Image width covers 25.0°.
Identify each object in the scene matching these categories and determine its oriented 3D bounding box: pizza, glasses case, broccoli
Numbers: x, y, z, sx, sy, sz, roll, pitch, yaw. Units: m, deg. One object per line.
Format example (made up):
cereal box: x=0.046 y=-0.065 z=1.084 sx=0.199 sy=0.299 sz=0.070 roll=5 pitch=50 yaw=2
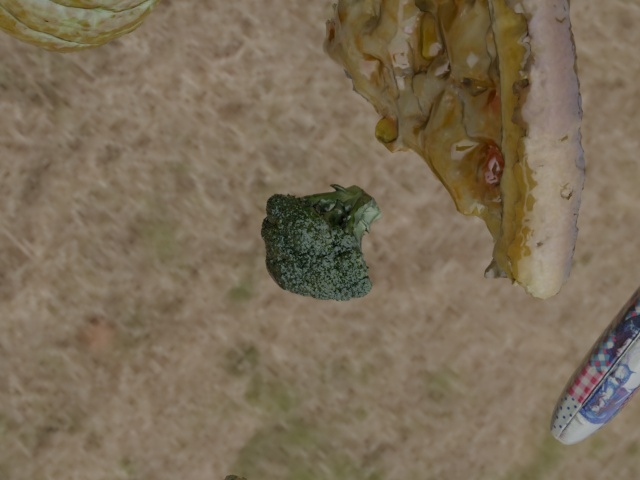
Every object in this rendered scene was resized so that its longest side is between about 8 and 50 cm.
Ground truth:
pizza: x=0.124 y=-0.211 z=1.304 sx=0.080 sy=0.435 sz=0.392 roll=-12 pitch=130 yaw=-27
glasses case: x=0.374 y=0.122 z=1.716 sx=0.125 sy=0.076 sz=0.327 roll=-30 pitch=155 yaw=-50
broccoli: x=0.000 y=0.000 z=1.579 sx=0.138 sy=0.162 sz=0.146 roll=-41 pitch=101 yaw=-11

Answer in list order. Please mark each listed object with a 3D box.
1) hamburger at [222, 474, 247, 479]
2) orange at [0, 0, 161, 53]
hamburger: x=-0.139 y=0.470 z=1.741 sx=0.195 sy=0.277 sz=0.318 roll=-7 pitch=141 yaw=-55
orange: x=-0.302 y=-0.366 z=1.596 sx=0.249 sy=0.329 sz=0.329 roll=-23 pitch=138 yaw=-36
